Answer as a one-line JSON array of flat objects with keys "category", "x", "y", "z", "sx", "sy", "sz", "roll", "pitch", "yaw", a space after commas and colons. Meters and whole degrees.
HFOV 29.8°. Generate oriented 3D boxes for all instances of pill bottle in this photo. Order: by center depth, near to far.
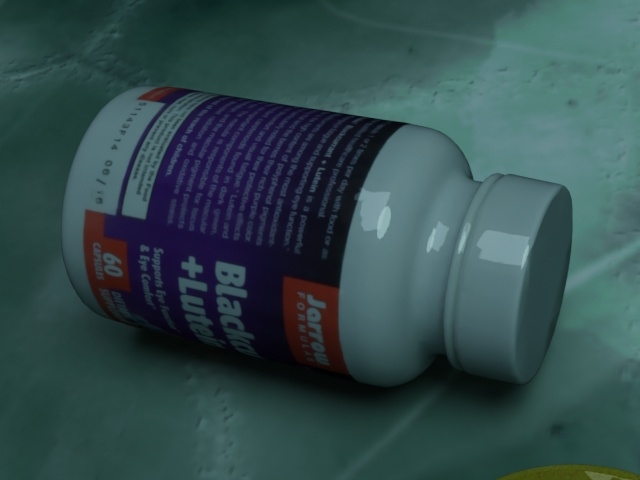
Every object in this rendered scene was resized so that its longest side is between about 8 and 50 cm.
[{"category": "pill bottle", "x": 0.000, "y": 0.000, "z": 0.500, "sx": 0.193, "sy": 0.108, "sz": 0.108, "roll": 11, "pitch": 55, "yaw": 23}]

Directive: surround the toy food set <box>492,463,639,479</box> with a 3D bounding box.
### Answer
[{"category": "toy food set", "x": 0.107, "y": 0.171, "z": 0.354, "sx": 0.128, "sy": 0.071, "sz": 0.218, "roll": -36, "pitch": 65, "yaw": 10}]
